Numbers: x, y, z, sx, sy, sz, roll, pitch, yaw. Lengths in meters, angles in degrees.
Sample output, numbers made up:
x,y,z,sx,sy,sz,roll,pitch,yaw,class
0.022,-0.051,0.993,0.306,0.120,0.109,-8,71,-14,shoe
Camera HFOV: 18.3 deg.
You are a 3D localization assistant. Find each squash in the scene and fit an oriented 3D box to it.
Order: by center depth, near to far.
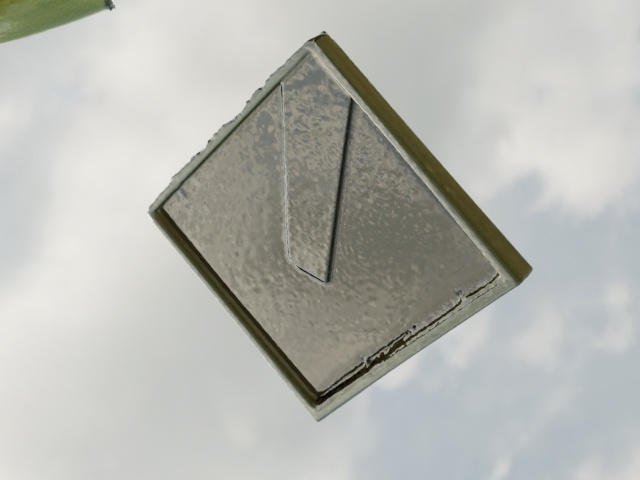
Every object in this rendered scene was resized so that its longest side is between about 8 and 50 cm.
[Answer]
x,y,z,sx,sy,sz,roll,pitch,yaw,class
-0.265,-0.173,1.396,0.224,0.094,0.094,-18,-134,-4,squash

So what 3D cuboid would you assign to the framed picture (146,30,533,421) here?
x,y,z,sx,sy,sz,roll,pitch,yaw,class
0.001,0.000,1.255,0.192,0.265,0.018,50,-126,0,framed picture
